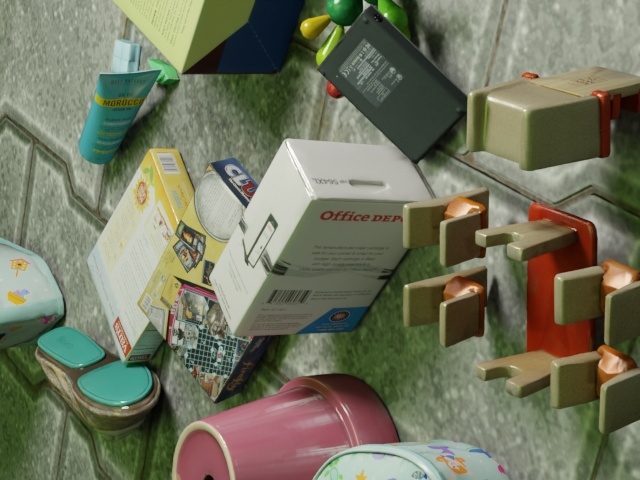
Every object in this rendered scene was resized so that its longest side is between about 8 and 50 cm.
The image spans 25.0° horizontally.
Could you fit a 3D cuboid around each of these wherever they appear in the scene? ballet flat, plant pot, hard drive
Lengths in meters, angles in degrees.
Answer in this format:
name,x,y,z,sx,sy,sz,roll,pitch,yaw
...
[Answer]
name,x,y,z,sx,sy,sz,roll,pitch,yaw
ballet flat,-0.288,0.204,1.935,0.316,0.107,0.106,28,134,58
plant pot,-0.043,0.240,1.476,0.201,0.180,0.201,0,90,56
hard drive,0.070,-0.146,1.372,0.135,0.022,0.094,44,136,0

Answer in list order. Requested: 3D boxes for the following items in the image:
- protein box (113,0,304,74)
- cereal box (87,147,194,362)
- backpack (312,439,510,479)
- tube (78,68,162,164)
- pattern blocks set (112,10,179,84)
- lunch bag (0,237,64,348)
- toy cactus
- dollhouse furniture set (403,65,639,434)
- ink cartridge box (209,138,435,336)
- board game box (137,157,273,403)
name,x,y,z,sx,sy,sz,roll,pitch,yaw
protein box,-0.121,-0.319,1.602,0.201,0.136,0.200,47,128,38
cereal box,-0.220,0.022,1.852,0.240,0.047,0.173,-54,49,43
backpack,0.075,0.307,1.307,0.225,0.191,0.254,-6,79,53
tube,-0.270,-0.169,1.887,0.052,0.080,0.207,69,153,18
pattern blocks set,-0.212,-0.363,1.852,0.285,0.026,0.325,10,100,56
lunch bag,-0.531,0.092,2.164,0.262,0.223,0.160,23,115,52
toy cactus,0.039,-0.264,1.426,0.219,0.112,0.180,115,149,-46
dollhouse furniture set,0.198,-0.003,1.191,0.262,0.135,0.259,27,124,53
ink cartridge box,0.000,0.000,1.433,0.203,0.148,0.086,-58,44,38
board game box,-0.110,0.049,1.656,0.165,0.042,0.243,50,132,21
